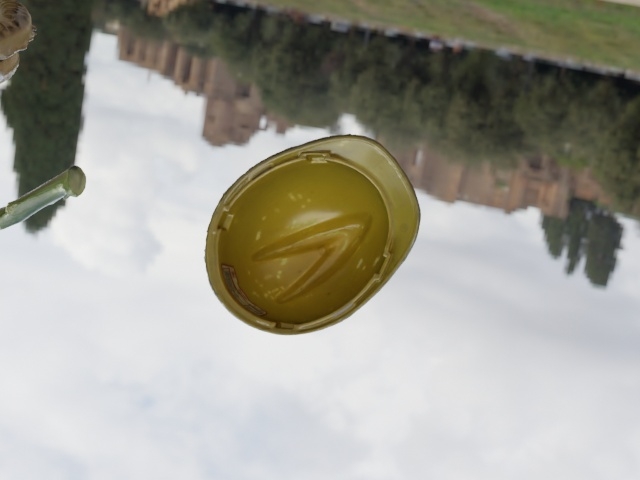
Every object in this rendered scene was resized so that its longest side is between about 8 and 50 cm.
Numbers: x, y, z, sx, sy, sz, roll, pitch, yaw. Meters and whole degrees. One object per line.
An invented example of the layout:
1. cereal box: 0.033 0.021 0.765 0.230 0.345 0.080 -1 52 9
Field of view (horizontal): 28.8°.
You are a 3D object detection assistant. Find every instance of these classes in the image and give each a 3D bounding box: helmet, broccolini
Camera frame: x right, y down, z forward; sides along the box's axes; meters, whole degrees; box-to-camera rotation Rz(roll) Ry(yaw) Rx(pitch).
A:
1. helmet: 0.000 0.000 1.445 0.257 0.205 0.140 -32 169 8
2. broccolini: -0.473 -0.004 1.674 0.392 0.074 0.079 -24 146 30

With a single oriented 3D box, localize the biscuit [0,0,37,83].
1. biscuit: -0.425 -0.205 1.287 0.259 0.079 0.259 2 -156 -1
